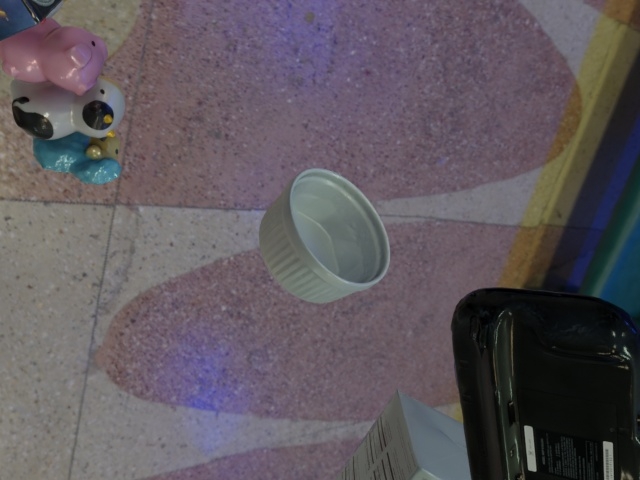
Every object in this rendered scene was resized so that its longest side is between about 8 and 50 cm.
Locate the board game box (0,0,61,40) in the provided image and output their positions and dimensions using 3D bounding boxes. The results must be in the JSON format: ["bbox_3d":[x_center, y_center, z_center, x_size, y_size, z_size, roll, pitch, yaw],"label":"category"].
[{"bbox_3d":[-0.205,-0.256,0.412,0.042,0.243,0.165,-16,128,15],"label":"board game box"}]

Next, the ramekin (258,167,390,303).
[{"bbox_3d":[0.000,0.000,0.994,0.207,0.207,0.109,10,146,-42],"label":"ramekin"}]

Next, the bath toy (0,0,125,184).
[{"bbox_3d":[-0.344,-0.223,0.831,0.151,0.129,0.348,-24,151,-20],"label":"bath toy"}]

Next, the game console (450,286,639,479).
[{"bbox_3d":[0.167,0.194,0.403,0.044,0.213,0.361,-47,130,-55],"label":"game console"}]

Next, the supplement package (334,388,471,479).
[{"bbox_3d":[0.121,0.321,0.703,0.194,0.149,0.203,29,105,-9],"label":"supplement package"}]
